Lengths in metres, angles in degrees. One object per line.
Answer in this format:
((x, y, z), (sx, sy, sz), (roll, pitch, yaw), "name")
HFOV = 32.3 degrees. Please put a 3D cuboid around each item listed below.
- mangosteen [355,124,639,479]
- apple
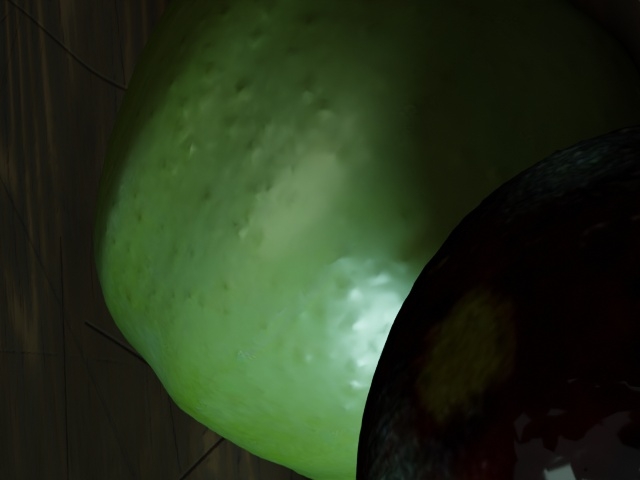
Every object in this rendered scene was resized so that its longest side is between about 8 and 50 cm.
((0.184, 0.093, 0.398), (0.359, 0.306, 0.306), (-21, 72, 26), "mangosteen")
((0.008, -0.028, 0.717), (0.360, 0.311, 0.320), (-59, 5, 14), "apple")
